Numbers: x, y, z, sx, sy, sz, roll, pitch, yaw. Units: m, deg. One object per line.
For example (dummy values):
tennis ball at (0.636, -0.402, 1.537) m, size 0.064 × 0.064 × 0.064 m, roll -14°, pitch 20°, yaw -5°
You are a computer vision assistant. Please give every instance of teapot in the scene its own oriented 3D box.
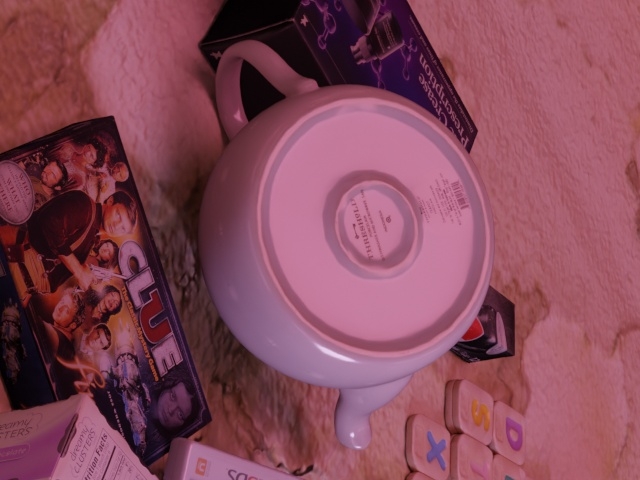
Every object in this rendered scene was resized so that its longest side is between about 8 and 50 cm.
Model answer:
teapot at (0.000, 0.000, 1.509) m, size 0.252 × 0.187 × 0.256 m, roll 28°, pitch 70°, yaw -20°

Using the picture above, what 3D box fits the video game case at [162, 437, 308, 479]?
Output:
video game case at (-0.069, 0.263, 1.402) m, size 0.183 × 0.023 × 0.201 m, roll 28°, pitch 70°, yaw -52°

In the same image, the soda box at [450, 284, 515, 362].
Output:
soda box at (0.125, 0.061, 1.804) m, size 0.169 × 0.053 × 0.060 m, roll 34°, pitch 51°, yaw -48°

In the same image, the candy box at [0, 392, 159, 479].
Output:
candy box at (-0.166, 0.194, 1.172) m, size 0.196 × 0.165 × 0.070 m, roll 55°, pitch 36°, yaw -33°

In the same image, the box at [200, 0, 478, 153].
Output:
box at (0.024, -0.131, 1.666) m, size 0.261 × 0.103 × 0.184 m, roll 58°, pitch 39°, yaw -30°

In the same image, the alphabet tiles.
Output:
alphabet tiles at (0.158, 0.282, 1.811) m, size 0.278 × 0.021 × 0.284 m, roll 35°, pitch 50°, yaw -49°

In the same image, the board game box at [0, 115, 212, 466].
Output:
board game box at (-0.169, 0.047, 1.339) m, size 0.165 × 0.042 × 0.243 m, roll -33°, pitch 107°, yaw -58°
